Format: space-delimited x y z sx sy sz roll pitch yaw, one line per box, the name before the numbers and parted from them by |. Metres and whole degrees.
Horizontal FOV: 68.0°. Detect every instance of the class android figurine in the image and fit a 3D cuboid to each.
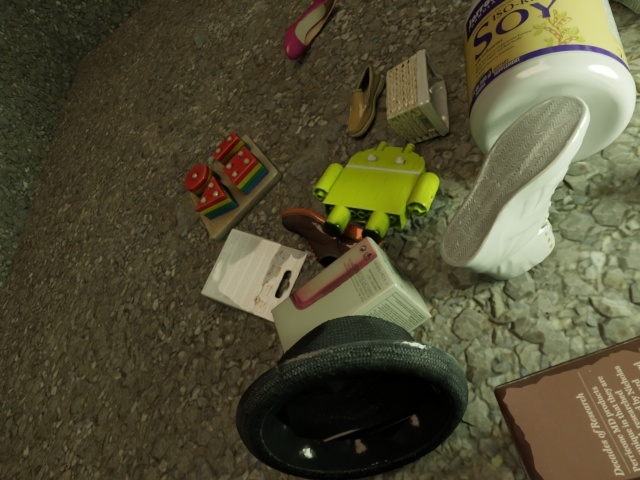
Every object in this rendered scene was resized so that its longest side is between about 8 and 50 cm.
android figurine | 0.114 -0.110 0.967 0.248 0.056 0.273 12 53 28

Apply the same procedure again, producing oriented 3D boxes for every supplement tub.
supplement tub | 0.374 -0.317 0.821 0.241 0.241 0.331 -14 55 31

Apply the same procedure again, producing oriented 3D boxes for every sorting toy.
sorting toy | -0.270 -0.172 1.341 0.255 0.089 0.257 -45 45 6

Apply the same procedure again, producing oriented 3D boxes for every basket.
basket | 0.209 -0.307 1.036 0.103 0.113 0.167 -18 53 32

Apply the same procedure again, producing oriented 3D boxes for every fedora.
fedora | 0.043 0.219 0.721 0.334 0.334 0.152 -34 30 16

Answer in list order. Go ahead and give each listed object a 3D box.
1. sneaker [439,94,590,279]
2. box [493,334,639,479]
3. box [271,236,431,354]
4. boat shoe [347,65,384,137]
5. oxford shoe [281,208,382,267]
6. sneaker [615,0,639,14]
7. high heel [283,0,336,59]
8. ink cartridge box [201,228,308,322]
sneaker | 0.326 -0.068 0.745 0.292 0.169 0.108 -57 40 17
box | 0.413 0.178 0.511 0.381 0.191 0.143 -28 49 22
box | 0.052 0.131 0.853 0.232 0.148 0.127 -38 45 13
boat shoe | 0.099 -0.346 1.174 0.068 0.072 0.190 0 63 38
oxford shoe | 0.000 0.000 1.019 0.271 0.097 0.098 20 82 44
sneaker | 0.593 -0.472 0.882 0.070 0.051 0.134 -39 41 19
high heel | -0.030 -0.661 1.474 0.117 0.082 0.244 -10 44 45
ink cartridge box | -0.152 0.085 1.128 0.224 0.056 0.181 17 73 24
